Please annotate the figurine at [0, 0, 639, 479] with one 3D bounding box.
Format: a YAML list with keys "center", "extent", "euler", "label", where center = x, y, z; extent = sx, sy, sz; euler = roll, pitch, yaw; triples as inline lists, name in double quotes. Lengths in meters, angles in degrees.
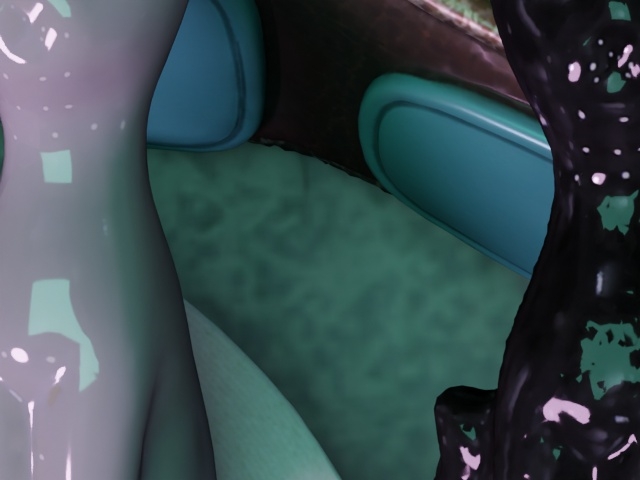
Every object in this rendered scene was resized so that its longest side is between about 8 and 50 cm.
- center: [0.000, 0.000, 0.458]
  extent: [0.215, 0.092, 0.209]
  euler: [5, 104, 11]
  label: "figurine"

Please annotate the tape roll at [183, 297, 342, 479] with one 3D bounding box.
- center: [-0.158, 0.171, 0.552]
  extent: [0.392, 0.072, 0.392]
  euler: [-3, 70, 7]
  label: "tape roll"

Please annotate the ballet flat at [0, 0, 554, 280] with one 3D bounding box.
- center: [0.015, -0.087, 0.567]
  extent: [0.482, 0.164, 0.182]
  euler: [19, 67, 6]
  label: "ballet flat"
